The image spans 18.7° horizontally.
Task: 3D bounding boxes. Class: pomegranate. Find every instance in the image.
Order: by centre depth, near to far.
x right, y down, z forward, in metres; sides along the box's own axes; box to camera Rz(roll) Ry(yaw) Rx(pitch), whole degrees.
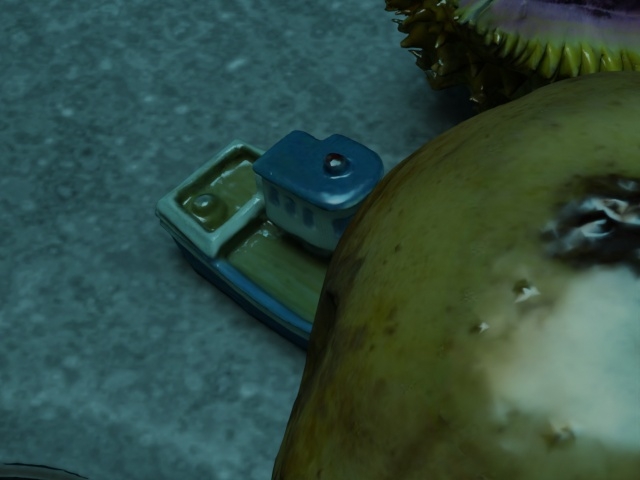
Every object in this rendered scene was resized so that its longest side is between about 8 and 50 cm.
[{"bbox_3d":[0.119,0.089,0.803,0.322,0.322,0.322,-3,48,4],"label":"pomegranate"}]

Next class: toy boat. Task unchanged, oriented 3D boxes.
[{"bbox_3d":[0.000,0.000,1.031,0.215,0.102,0.088,33,62,30],"label":"toy boat"}]

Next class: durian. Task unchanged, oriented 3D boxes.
[{"bbox_3d":[0.181,-0.128,1.115,0.341,0.112,0.191,-15,4,-27],"label":"durian"}]
